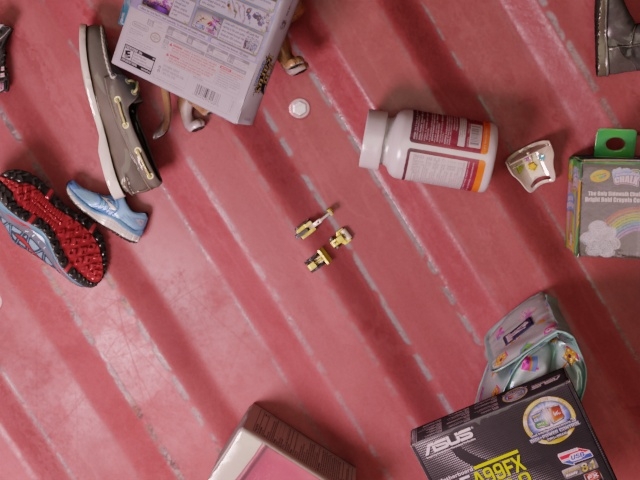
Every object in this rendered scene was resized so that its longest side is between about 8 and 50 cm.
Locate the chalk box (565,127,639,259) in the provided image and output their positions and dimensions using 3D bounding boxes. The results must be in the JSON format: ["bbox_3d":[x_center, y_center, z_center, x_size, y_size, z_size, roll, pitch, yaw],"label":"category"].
[{"bbox_3d":[0.491,-0.082,1.787,0.132,0.132,0.213,2,97,4],"label":"chalk box"}]

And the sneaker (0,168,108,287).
[{"bbox_3d":[-0.486,-0.020,1.880,0.262,0.125,0.104,52,56,-21],"label":"sneaker"}]

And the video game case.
[{"bbox_3d":[-0.184,-0.349,1.702,0.269,0.061,0.244,28,106,22],"label":"video game case"}]

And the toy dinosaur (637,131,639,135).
[{"bbox_3d":[0.599,-0.193,1.811,0.090,0.047,0.082,37,80,8],"label":"toy dinosaur"}]

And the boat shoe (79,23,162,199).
[{"bbox_3d":[-0.347,-0.228,1.825,0.091,0.109,0.305,-12,95,0],"label":"boat shoe"}]

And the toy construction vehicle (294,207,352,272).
[{"bbox_3d":[0.000,0.000,1.874,0.098,0.035,0.086,-34,95,7],"label":"toy construction vehicle"}]

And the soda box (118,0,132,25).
[{"bbox_3d":[-0.289,-0.448,1.811,0.058,0.063,0.183,17,99,1],"label":"soda box"}]

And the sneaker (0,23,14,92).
[{"bbox_3d":[-0.574,-0.295,1.856,0.077,0.072,0.178,28,107,-13],"label":"sneaker"}]

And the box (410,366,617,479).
[{"bbox_3d":[0.308,0.351,1.678,0.270,0.060,0.216,-24,104,10],"label":"box"}]

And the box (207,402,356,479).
[{"bbox_3d":[-0.066,0.418,1.881,0.232,0.148,0.127,32,100,-1],"label":"box"}]

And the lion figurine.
[{"bbox_3d":[-0.162,-0.353,1.783,0.392,0.142,0.240,-27,89,11],"label":"lion figurine"}]

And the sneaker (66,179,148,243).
[{"bbox_3d":[-0.378,-0.062,1.884,0.162,0.063,0.073,33,80,-5],"label":"sneaker"}]

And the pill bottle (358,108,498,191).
[{"bbox_3d":[0.182,-0.157,1.797,0.221,0.121,0.121,10,99,2],"label":"pill bottle"}]

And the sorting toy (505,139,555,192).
[{"bbox_3d":[0.369,-0.125,1.834,0.083,0.045,0.075,-27,103,6],"label":"sorting toy"}]

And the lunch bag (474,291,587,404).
[{"bbox_3d":[0.353,0.232,1.790,0.160,0.223,0.262,14,104,1],"label":"lunch bag"}]

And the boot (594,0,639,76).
[{"bbox_3d":[0.566,-0.359,1.769,0.208,0.076,0.189,-2,112,10],"label":"boot"}]
